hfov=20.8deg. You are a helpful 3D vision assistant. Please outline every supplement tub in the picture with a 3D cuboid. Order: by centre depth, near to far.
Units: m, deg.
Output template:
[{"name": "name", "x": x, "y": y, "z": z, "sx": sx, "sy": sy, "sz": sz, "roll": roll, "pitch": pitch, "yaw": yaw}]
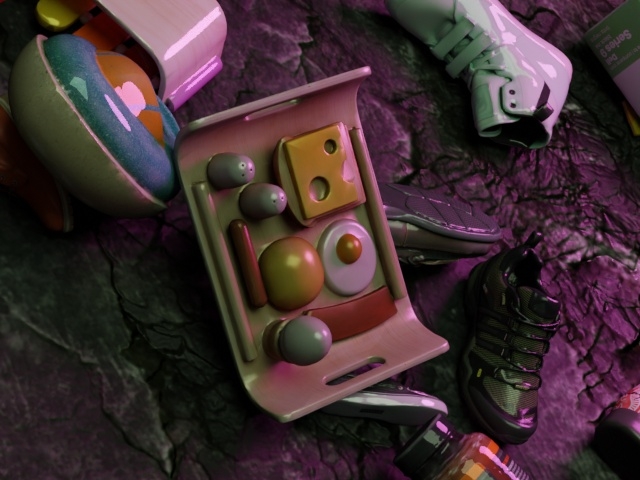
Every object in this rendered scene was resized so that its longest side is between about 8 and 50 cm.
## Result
[{"name": "supplement tub", "x": 0.165, "y": 0.264, "z": 1.739, "sx": 0.198, "sy": 0.106, "sz": 0.106, "roll": 45, "pitch": 51, "yaw": 2}]

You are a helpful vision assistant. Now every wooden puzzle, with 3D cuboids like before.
[{"name": "wooden puzzle", "x": 0.420, "y": -0.169, "z": 2.197, "sx": 0.116, "sy": 0.014, "sz": 0.078, "roll": -15, "pitch": 74, "yaw": -35}]

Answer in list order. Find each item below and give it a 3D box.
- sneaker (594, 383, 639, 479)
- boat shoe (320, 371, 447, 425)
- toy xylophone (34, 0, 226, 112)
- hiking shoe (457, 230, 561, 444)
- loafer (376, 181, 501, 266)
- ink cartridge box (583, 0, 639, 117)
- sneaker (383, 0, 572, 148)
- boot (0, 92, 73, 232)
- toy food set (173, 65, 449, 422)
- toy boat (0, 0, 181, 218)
[{"name": "sneaker", "x": 0.435, "y": 0.256, "z": 1.900, "sx": 0.270, "sy": 0.090, "sz": 0.145, "roll": 45, "pitch": 54, "yaw": 6}, {"name": "boat shoe", "x": 0.064, "y": 0.159, "z": 1.785, "sx": 0.142, "sy": 0.049, "sz": 0.040, "roll": 9, "pitch": 58, "yaw": -21}, {"name": "toy xylophone", "x": -0.218, "y": -0.293, "z": 1.881, "sx": 0.322, "sy": 0.081, "sz": 0.236, "roll": 49, "pitch": 51, "yaw": 5}, {"name": "hiking shoe", "x": 0.205, "y": 0.102, "z": 1.852, "sx": 0.086, "sy": 0.114, "sz": 0.227, "roll": 11, "pitch": 57, "yaw": -22}, {"name": "loafer", "x": 0.066, "y": -0.012, "z": 1.884, "sx": 0.267, "sy": 0.084, "sz": 0.096, "roll": 11, "pitch": 26, "yaw": -27}, {"name": "ink cartridge box", "x": 0.497, "y": -0.197, "z": 2.169, "sx": 0.211, "sy": 0.121, "sz": 0.289, "roll": -30, "pitch": 85, "yaw": -39}, {"name": "sneaker", "x": 0.179, "y": -0.206, "z": 2.031, "sx": 0.256, "sy": 0.094, "sz": 0.151, "roll": 29, "pitch": 46, "yaw": -13}, {"name": "boot", "x": -0.306, "y": -0.063, "z": 1.719, "sx": 0.085, "sy": 0.059, "sz": 0.158, "roll": -28, "pitch": 74, "yaw": -28}, {"name": "toy food set", "x": 0.000, "y": 0.000, "z": 1.722, "sx": 0.220, "sy": 0.092, "sz": 0.306, "roll": -21, "pitch": 102, "yaw": -31}, {"name": "toy boat", "x": -0.234, "y": -0.174, "z": 1.693, "sx": 0.148, "sy": 0.267, "sz": 0.318, "roll": -33, "pitch": 79, "yaw": 4}]
